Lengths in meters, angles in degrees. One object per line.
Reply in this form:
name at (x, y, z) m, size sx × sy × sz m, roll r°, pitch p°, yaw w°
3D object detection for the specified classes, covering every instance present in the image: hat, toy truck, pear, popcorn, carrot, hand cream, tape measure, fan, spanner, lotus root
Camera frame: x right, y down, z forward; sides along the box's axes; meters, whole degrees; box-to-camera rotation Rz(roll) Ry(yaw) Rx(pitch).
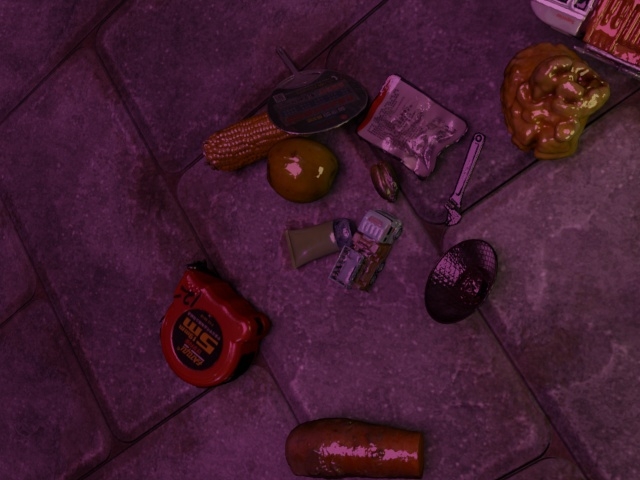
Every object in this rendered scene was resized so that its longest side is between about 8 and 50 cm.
hat at (0.309, 0.098, 1.554) m, size 0.193 × 0.082 × 0.193 m, roll -36°, pitch 37°, yaw 33°
toy truck at (0.579, -0.414, 1.390) m, size 0.388 × 0.173 × 0.206 m, roll 32°, pitch 111°, yaw 20°
toy truck at (0.097, 0.018, 1.633) m, size 0.080 × 0.115 × 0.177 m, roll 31°, pitch 99°, yaw 24°
pear at (-0.045, -0.157, 1.686) m, size 0.162 × 0.149 × 0.148 m, roll 12°, pitch 94°, yaw 4°
popcorn at (0.434, -0.273, 1.438) m, size 0.200 × 0.203 × 0.225 m, roll 25°, pitch 81°, yaw 14°
carrot at (0.071, 0.446, 1.625) m, size 0.302 × 0.139 × 0.138 m, roll -6°, pitch 86°, yaw 18°
hand cream at (0.000, 0.000, 1.720) m, size 0.175 × 0.046 × 0.095 m, roll -18°, pitch 81°, yaw 30°
tape measure at (-0.264, 0.216, 1.799) m, size 0.253 × 0.114 × 0.260 m, roll 37°, pitch 107°, yaw 22°
fan at (-0.047, -0.325, 1.697) m, size 0.294 × 0.012 × 0.223 m, roll 28°, pitch 60°, yaw 23°
spanner at (0.304, -0.127, 1.597) m, size 0.046 × 0.012 × 0.208 m, roll 22°, pitch 97°, yaw 24°
lotus root at (0.143, -0.126, 1.652) m, size 0.054 × 0.049 × 0.099 m, roll -21°, pitch 81°, yaw 2°

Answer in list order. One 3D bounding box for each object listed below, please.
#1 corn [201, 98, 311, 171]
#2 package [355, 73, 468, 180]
corn at (-0.133, -0.246, 1.762) m, size 0.305 × 0.106 × 0.106 m, roll -20°, pitch 79°, yaw 18°
package at (0.196, -0.243, 1.642) m, size 0.232 × 0.040 × 0.166 m, roll 39°, pitch 101°, yaw 30°
